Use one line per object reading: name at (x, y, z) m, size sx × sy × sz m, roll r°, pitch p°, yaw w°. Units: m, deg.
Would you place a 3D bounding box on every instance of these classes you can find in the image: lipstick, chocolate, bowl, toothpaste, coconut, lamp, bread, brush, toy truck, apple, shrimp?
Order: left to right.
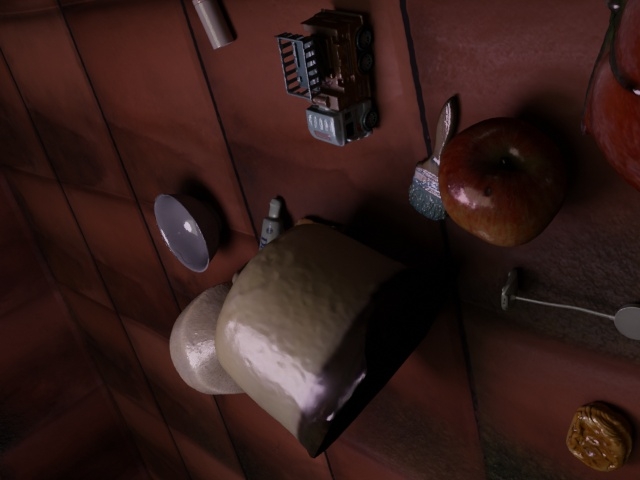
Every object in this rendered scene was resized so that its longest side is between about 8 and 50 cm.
bowl at (-0.270, -0.032, 1.516) m, size 0.189 × 0.086 × 0.189 m, roll 31°, pitch 138°, yaw 33°
lipstick at (-0.184, -0.380, 1.146) m, size 0.038 × 0.038 × 0.130 m, roll -1°, pitch 117°, yaw 53°
coconut at (-0.188, 0.209, 1.482) m, size 0.237 × 0.237 × 0.266 m, roll 55°, pitch 153°, yaw 2°
toothpaste at (-0.098, 0.048, 1.312) m, size 0.067 × 0.037 × 0.255 m, roll 18°, pitch 103°, yaw 50°
chocolate at (-0.011, 0.121, 1.069) m, size 0.297 × 0.314 × 0.326 m, roll 38°, pitch 145°, yaw 11°
shrimp at (0.000, 0.000, 1.233) m, size 0.184 × 0.043 × 0.091 m, roll -12°, pitch 105°, yaw 56°
toy truck at (0.012, -0.213, 0.967) m, size 0.080 × 0.115 × 0.177 m, roll 23°, pitch 137°, yaw 40°
brush at (0.160, -0.111, 0.954) m, size 0.070 × 0.021 × 0.196 m, roll 37°, pitch 140°, yaw 29°
apple at (0.211, -0.065, 0.816) m, size 0.146 × 0.146 × 0.131 m, roll 43°, pitch 172°, yaw 20°
lamp at (0.328, 0.079, 0.897) m, size 0.198 × 0.056 × 0.050 m, roll 11°, pitch 126°, yaw 34°
bread at (0.386, 0.273, 0.968) m, size 0.083 × 0.044 × 0.110 m, roll 27°, pitch 139°, yaw 32°

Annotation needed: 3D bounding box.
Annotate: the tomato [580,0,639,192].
tomato at (0.326, -0.139, 0.498) m, size 0.265 × 0.265 × 0.264 m, roll 33°, pitch 140°, yaw 32°
